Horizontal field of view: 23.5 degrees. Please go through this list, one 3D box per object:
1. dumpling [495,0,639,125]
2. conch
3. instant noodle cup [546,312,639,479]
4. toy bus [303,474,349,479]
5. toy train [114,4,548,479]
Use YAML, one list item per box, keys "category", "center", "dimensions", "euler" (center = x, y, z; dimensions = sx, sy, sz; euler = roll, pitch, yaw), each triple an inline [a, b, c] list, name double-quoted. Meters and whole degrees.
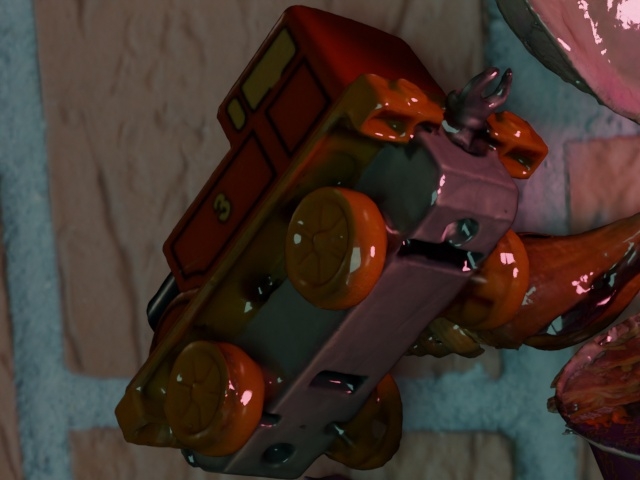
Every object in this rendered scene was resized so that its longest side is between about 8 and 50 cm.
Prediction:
- category: "dumpling"
  center: [0.162, -0.155, 1.013]
  dimensions: [0.217, 0.149, 0.105]
  euler: [59, 148, -4]
- category: "conch"
  center: [0.158, 0.034, 1.064]
  dimensions: [0.232, 0.080, 0.086]
  euler: [-8, 110, 19]
- category: "instant noodle cup"
  center: [0.330, 0.173, 0.920]
  dimensions: [0.340, 0.340, 0.266]
  euler: [-12, 104, 19]
- category: "toy bus"
  center: [-0.035, 0.300, 1.153]
  dimensions: [0.112, 0.090, 0.274]
  euler: [41, 105, 18]
- category: "toy train"
  center: [0.000, 0.000, 1.048]
  dimensions: [0.369, 0.163, 0.231]
  euler: [-53, 44, 27]
